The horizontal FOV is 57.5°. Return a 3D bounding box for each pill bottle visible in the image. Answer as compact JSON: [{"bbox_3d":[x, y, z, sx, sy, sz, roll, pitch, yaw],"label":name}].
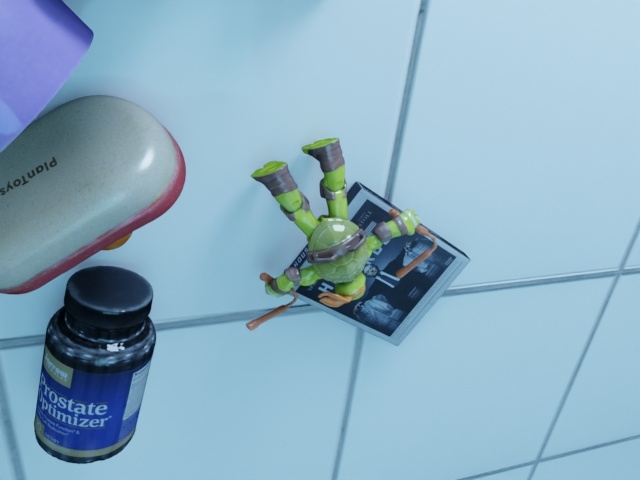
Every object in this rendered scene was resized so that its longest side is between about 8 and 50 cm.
[{"bbox_3d":[-0.266,0.146,0.696,0.123,0.123,0.219,6,117,-25],"label":"pill bottle"}]

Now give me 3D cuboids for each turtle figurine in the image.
[{"bbox_3d":[0.000,0.000,0.712,0.269,0.087,0.217,-24,111,3],"label":"turtle figurine"}]

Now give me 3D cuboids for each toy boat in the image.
[{"bbox_3d":[-0.244,-0.037,0.603,0.231,0.151,0.151,-31,157,-1],"label":"toy boat"}]

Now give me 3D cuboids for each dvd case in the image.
[{"bbox_3d":[0.083,0.043,0.835,0.239,0.029,0.179,29,105,-34],"label":"dvd case"}]

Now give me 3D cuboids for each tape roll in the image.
[{"bbox_3d":[-0.282,-0.134,0.474,0.189,0.189,0.080,-41,126,5],"label":"tape roll"}]
